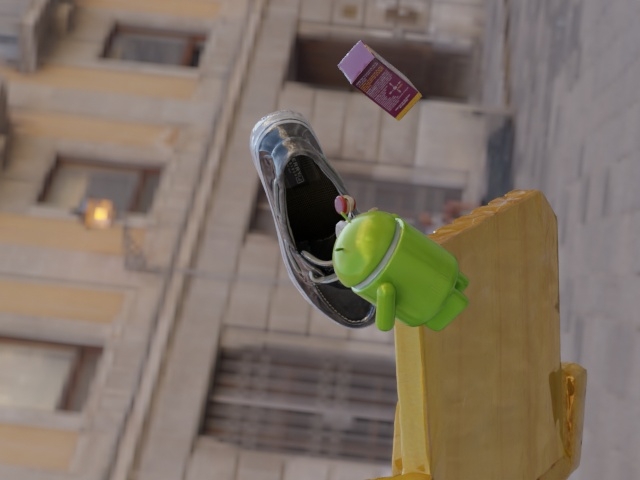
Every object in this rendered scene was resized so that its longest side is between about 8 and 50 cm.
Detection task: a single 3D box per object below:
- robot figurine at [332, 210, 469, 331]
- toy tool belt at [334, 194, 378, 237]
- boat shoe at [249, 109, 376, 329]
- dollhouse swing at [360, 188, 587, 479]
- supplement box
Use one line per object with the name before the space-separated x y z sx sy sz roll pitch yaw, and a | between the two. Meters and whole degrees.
robot figurine | 0.059 0.022 1.141 0.067 0.115 0.101 -45 22 33
toy tool belt | 0.044 -0.008 1.505 0.052 0.051 0.083 6 105 61
boat shoe | 0.000 0.000 1.828 0.335 0.121 0.119 61 -175 -34
dollhouse swing | 0.068 0.145 1.411 0.347 0.315 0.305 -26 -80 -55
supplement box | 0.069 -0.185 1.723 0.043 0.083 0.055 -48 33 12
